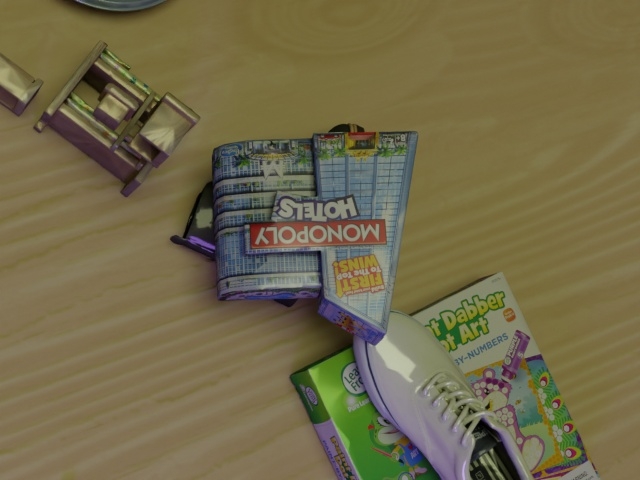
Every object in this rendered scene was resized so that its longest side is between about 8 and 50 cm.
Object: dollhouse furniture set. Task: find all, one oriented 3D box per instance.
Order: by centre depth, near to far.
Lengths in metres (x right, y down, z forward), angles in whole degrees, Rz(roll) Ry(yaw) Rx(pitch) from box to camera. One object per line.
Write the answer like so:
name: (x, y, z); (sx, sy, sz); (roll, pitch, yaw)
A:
dollhouse furniture set: (-0.201, -0.149, 1.117); (0.182, 0.161, 0.101); (38, 67, -12)

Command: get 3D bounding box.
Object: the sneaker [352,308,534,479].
sneaker: (0.130, 0.169, 1.165); (0.094, 0.091, 0.258); (-37, 91, -25)

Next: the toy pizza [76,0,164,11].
toy pizza: (-0.212, -0.320, 1.223); (0.201, 0.032, 0.201); (5, 76, -23)

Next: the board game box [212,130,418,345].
board game box: (0.000, 0.000, 1.144); (0.194, 0.060, 0.194); (-2, 74, -8)

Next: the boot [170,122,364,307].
boot: (-0.047, -0.052, 1.212); (0.137, 0.077, 0.198); (27, 68, -10)

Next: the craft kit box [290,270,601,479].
craft kit box: (0.130, 0.191, 1.241); (0.249, 0.061, 0.247); (-25, 86, -26)
